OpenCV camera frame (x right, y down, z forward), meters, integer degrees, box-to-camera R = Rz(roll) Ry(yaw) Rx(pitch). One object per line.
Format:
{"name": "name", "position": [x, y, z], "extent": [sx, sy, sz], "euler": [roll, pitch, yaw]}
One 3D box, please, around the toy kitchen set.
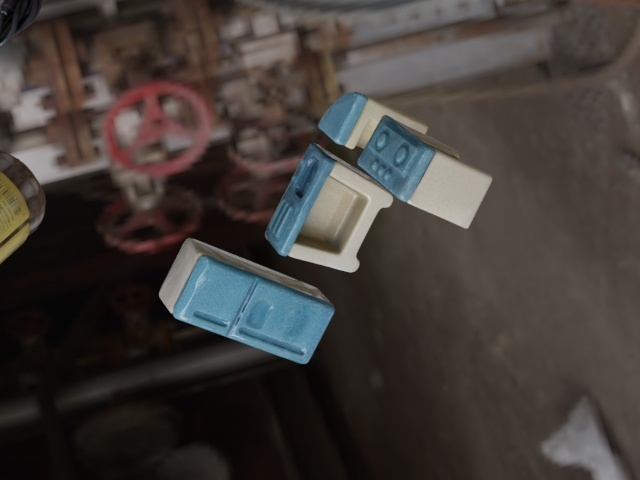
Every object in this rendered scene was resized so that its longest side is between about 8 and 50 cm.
{"name": "toy kitchen set", "position": [0.000, 0.000, 1.299], "extent": [0.207, 0.122, 0.166], "euler": [-63, 27, 10]}

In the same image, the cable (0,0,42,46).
{"name": "cable", "position": [-0.400, -0.295, 2.127], "extent": [0.150, 0.184, 0.047], "euler": [48, 162, 15]}

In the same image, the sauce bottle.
{"name": "sauce bottle", "position": [-0.402, 0.033, 1.743], "extent": [0.344, 0.111, 0.111], "euler": [-47, -44, -47]}
